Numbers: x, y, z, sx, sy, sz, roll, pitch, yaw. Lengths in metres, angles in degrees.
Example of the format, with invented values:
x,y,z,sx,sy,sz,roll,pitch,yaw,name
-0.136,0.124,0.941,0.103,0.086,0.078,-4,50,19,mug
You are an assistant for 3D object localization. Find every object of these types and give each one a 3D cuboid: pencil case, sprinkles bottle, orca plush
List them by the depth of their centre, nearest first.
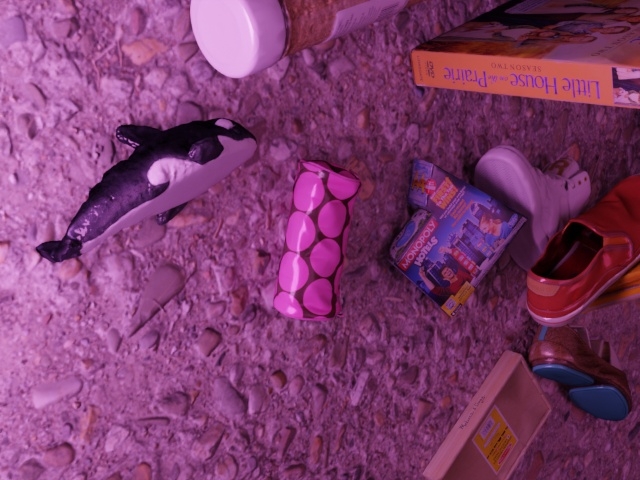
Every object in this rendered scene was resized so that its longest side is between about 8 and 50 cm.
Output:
x,y,z,sx,sy,sz,roll,pitch,yaw,name
-0.208,-0.078,1.197,0.287,0.102,0.151,-38,169,-19,orca plush
0.011,-0.309,1.295,0.355,0.121,0.121,-29,119,-36,sprinkles bottle
0.000,0.000,1.386,0.098,0.095,0.209,9,97,-9,pencil case

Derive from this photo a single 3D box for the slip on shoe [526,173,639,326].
x,y,z,sx,sy,sz,roll,pitch,yaw,name
0.442,-0.002,1.673,0.331,0.123,0.101,-42,134,-22,slip on shoe

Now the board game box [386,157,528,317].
x,y,z,sx,sy,sz,roll,pitch,yaw,name
0.182,-0.020,1.557,0.194,0.060,0.194,42,82,-27,board game box

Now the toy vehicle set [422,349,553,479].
x,y,z,sx,sy,sz,roll,pitch,yaw,name
0.290,0.338,1.782,0.267,0.035,0.166,-51,130,-21,toy vehicle set

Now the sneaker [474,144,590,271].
x,y,z,sx,sy,sz,roll,pitch,yaw,name
0.346,-0.092,1.687,0.169,0.108,0.292,-55,141,-21,sneaker

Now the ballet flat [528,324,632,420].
x,y,z,sx,sy,sz,roll,pitch,yaw,name
0.475,0.222,1.890,0.342,0.116,0.124,33,58,-43,ballet flat

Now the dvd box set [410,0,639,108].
x,y,z,sx,sy,sz,roll,pitch,yaw,name
0.378,-0.272,1.443,0.307,0.420,0.062,-30,120,-34,dvd box set

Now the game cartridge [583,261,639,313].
x,y,z,sx,sy,sz,roll,pitch,yaw,name
0.575,0.002,1.810,0.323,0.285,0.053,-41,96,-29,game cartridge
